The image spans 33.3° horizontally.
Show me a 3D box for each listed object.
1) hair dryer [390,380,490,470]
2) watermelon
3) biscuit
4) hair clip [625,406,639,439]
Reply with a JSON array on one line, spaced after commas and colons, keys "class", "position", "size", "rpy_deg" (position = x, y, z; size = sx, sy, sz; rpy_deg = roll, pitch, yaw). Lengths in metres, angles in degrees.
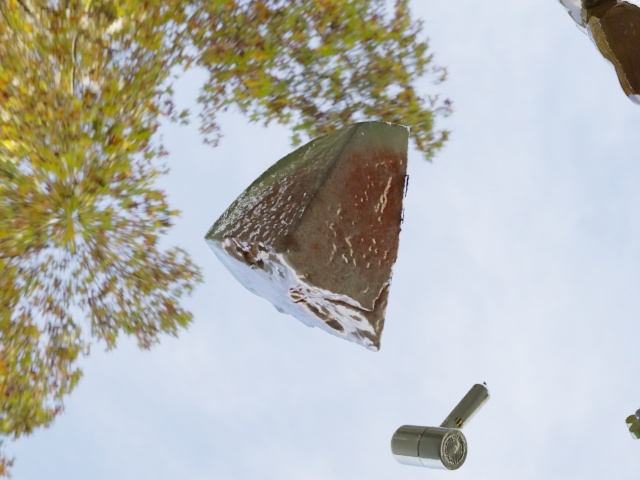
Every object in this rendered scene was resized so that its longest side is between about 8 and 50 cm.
[{"class": "hair dryer", "position": [0.149, 0.208, 1.227], "size": [0.137, 0.082, 0.047], "rpy_deg": [-41, -68, -34]}, {"class": "watermelon", "position": [0.000, 0.000, 1.272], "size": [0.310, 0.231, 0.193], "rpy_deg": [-30, -53, 27]}, {"class": "biscuit", "position": [0.193, -0.136, 0.691], "size": [0.047, 0.208, 0.164], "rpy_deg": [-43, -113, 18]}, {"class": "hair clip", "position": [0.327, 0.182, 0.992], "size": [0.049, 0.173, 0.049], "rpy_deg": [-2, -81, -10]}]
